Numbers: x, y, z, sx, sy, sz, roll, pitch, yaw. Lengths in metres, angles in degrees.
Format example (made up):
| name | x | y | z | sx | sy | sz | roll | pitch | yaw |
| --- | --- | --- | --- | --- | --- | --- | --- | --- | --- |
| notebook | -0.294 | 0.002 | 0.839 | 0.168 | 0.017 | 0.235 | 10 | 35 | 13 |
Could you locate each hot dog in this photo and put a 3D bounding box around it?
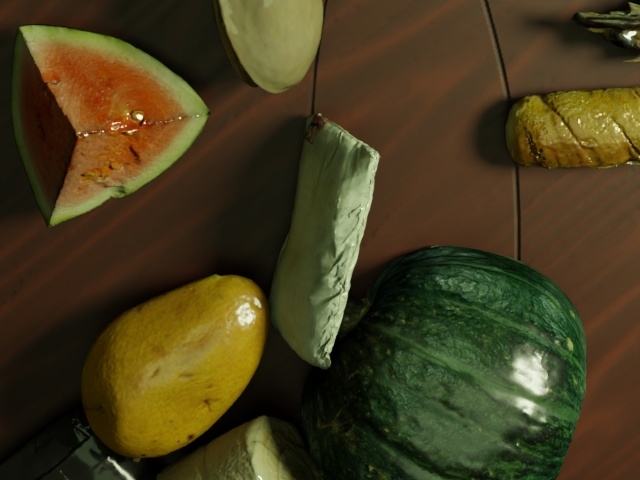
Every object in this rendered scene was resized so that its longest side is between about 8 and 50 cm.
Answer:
| name | x | y | z | sx | sy | sz | roll | pitch | yaw |
| --- | --- | --- | --- | --- | --- | --- | --- | --- | --- |
| hot dog | 0.322 | -0.114 | 1.214 | 0.285 | 0.061 | 0.088 | -8 | 96 | 2 |

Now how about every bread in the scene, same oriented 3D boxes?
| name | x | y | z | sx | sy | sz | roll | pitch | yaw |
| --- | --- | --- | --- | --- | --- | --- | --- | --- | --- |
| bread | -0.071 | 0.264 | 1.283 | 0.141 | 0.134 | 0.148 | -30 | 112 | 25 |

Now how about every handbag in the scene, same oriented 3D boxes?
| name | x | y | z | sx | sy | sz | roll | pitch | yaw |
| --- | --- | --- | --- | --- | --- | --- | --- | --- | --- |
| handbag | -0.266 | 0.320 | 1.344 | 0.247 | 0.080 | 0.223 | -40 | 103 | 11 |

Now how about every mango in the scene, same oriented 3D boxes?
| name | x | y | z | sx | sy | sz | roll | pitch | yaw |
| --- | --- | --- | --- | --- | --- | --- | --- | --- | --- |
| mango | -0.145 | 0.119 | 1.264 | 0.147 | 0.109 | 0.227 | 42 | 101 | -7 |

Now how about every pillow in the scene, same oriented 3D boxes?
| name | x | y | z | sx | sy | sz | roll | pitch | yaw |
| --- | --- | --- | --- | --- | --- | --- | --- | --- | --- |
| pillow | 0.000 | 0.000 | 1.222 | 0.051 | 0.128 | 0.229 | 2 | 109 | -31 |

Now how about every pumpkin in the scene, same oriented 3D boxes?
| name | x | y | z | sx | sy | sz | roll | pitch | yaw |
| --- | --- | --- | --- | --- | --- | --- | --- | --- | --- |
| pumpkin | 0.121 | 0.160 | 1.232 | 0.263 | 0.197 | 0.293 | 30 | 103 | -6 |

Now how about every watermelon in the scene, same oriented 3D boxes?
| name | x | y | z | sx | sy | sz | roll | pitch | yaw |
| --- | --- | --- | --- | --- | --- | --- | --- | --- | --- |
| watermelon | -0.200 | -0.116 | 1.205 | 0.145 | 0.137 | 0.193 | -16 | 111 | -31 |

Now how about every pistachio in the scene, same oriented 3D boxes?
| name | x | y | z | sx | sy | sz | roll | pitch | yaw |
| --- | --- | --- | --- | --- | --- | --- | --- | --- | --- |
| pistachio | -0.050 | -0.209 | 1.161 | 0.113 | 0.113 | 0.149 | -6 | 106 | 3 |

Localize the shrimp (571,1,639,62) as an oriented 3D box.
| name | x | y | z | sx | sy | sz | roll | pitch | yaw |
| --- | --- | --- | --- | --- | --- | --- | --- | --- | --- |
| shrimp | 0.356 | -0.256 | 1.173 | 0.253 | 0.058 | 0.173 | -6 | 99 | -1 |
